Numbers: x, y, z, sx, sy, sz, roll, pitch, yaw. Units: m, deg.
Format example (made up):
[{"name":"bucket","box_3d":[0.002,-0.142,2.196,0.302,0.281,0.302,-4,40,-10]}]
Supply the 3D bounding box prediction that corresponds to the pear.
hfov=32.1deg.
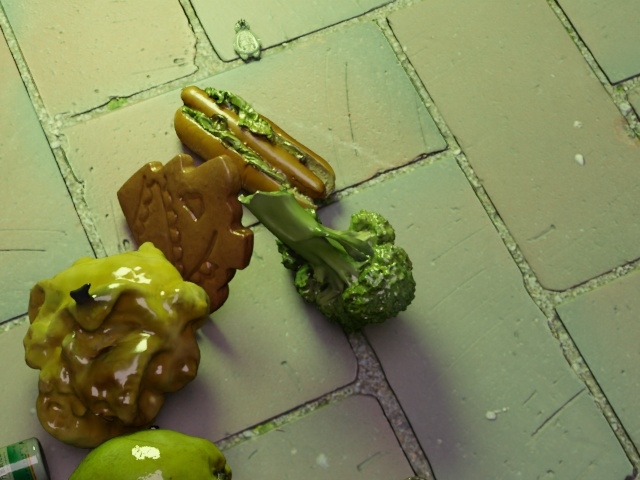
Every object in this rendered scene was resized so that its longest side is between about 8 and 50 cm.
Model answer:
[{"name":"pear","box_3d":[-0.261,0.383,1.644,0.269,0.212,0.212,-19,66,6]}]

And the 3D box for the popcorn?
[{"name":"popcorn","box_3d":[-0.316,0.146,1.731,0.297,0.281,0.316,-21,54,6]}]

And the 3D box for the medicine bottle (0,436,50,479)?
[{"name":"medicine bottle","box_3d":[-0.488,0.359,1.712,0.130,0.080,0.080,-17,67,-12]}]

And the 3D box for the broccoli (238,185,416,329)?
[{"name":"broccoli","box_3d":[0.021,0.003,1.820,0.186,0.254,0.302,-39,93,-9]}]

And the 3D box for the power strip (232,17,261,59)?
[{"name":"power strip","box_3d":[-0.141,-0.383,2.105,0.055,0.035,0.083,-13,69,-9]}]

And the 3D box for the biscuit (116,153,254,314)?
[{"name":"biscuit","box_3d":[-0.235,-0.029,1.845,0.306,0.284,0.043,22,28,33]}]

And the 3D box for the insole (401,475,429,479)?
[{"name":"insole","box_3d":[0.059,0.498,1.717,0.348,0.009,0.119,-39,73,-19]}]

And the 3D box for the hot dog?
[{"name":"hot dog","box_3d":[-0.127,-0.167,1.968,0.337,0.100,0.135,36,69,13]}]
